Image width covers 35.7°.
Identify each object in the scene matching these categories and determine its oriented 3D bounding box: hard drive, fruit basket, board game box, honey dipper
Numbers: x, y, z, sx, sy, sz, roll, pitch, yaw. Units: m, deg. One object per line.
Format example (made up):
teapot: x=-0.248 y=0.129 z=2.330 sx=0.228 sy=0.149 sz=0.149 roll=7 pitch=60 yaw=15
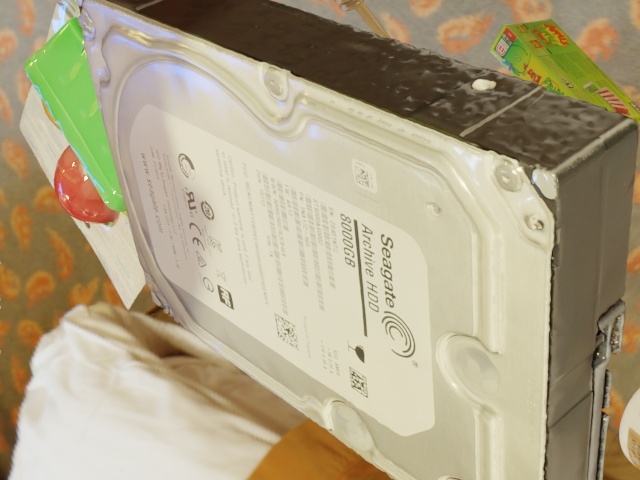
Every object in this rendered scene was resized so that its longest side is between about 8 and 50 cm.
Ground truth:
hard drive: x=0.000 y=0.000 z=0.534 sx=0.339 sy=0.064 sz=0.237 roll=28 pitch=138 yaw=39
fruit basket: x=-0.270 y=-0.121 z=1.288 sx=0.327 sy=0.165 sz=0.353 roll=56 pitch=147 yaw=13
board game box: x=0.299 y=-0.193 z=1.212 sx=0.181 sy=0.092 sz=0.043 roll=54 pitch=138 yaw=25
honey dipper: x=0.054 y=-0.181 z=0.868 sx=0.030 sy=0.160 sz=0.030 roll=-26 pitch=41 yaw=25

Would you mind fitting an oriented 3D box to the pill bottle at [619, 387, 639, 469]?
pill bottle: x=0.429 y=0.238 z=1.032 sx=0.229 sy=0.131 sz=0.131 roll=-134 pitch=55 yaw=-63
